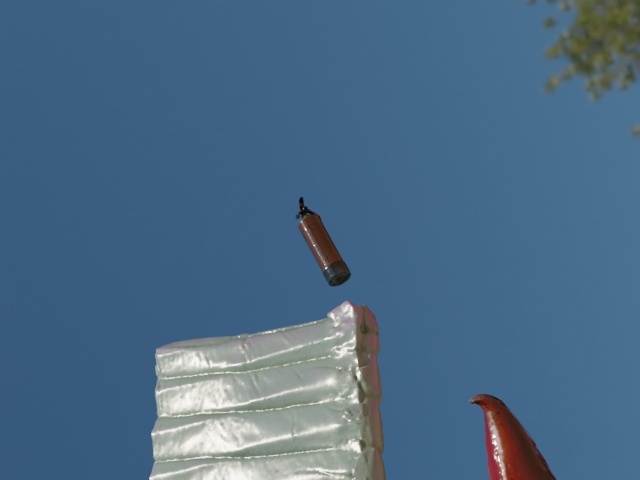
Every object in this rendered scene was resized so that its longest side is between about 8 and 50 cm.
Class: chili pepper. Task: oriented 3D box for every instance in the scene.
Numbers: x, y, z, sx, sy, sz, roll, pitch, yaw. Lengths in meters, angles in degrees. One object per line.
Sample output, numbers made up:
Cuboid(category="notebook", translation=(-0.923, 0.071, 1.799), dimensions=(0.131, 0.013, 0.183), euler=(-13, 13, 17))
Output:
Cuboid(category="chili pepper", translation=(0.211, 0.294, 1.320), dimensions=(0.137, 0.092, 0.368), euler=(60, 179, -41))

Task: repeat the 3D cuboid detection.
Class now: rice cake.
Cuboid(category="rice cake", translation=(-0.037, 0.140, 1.097), dimensions=(0.037, 0.198, 0.189), euler=(28, -128, -47))

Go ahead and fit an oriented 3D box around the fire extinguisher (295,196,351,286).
Cuboid(category="fire extinguisher", translation=(0.000, 0.000, 1.369), dimensions=(0.028, 0.022, 0.083), euler=(100, 147, -56))
